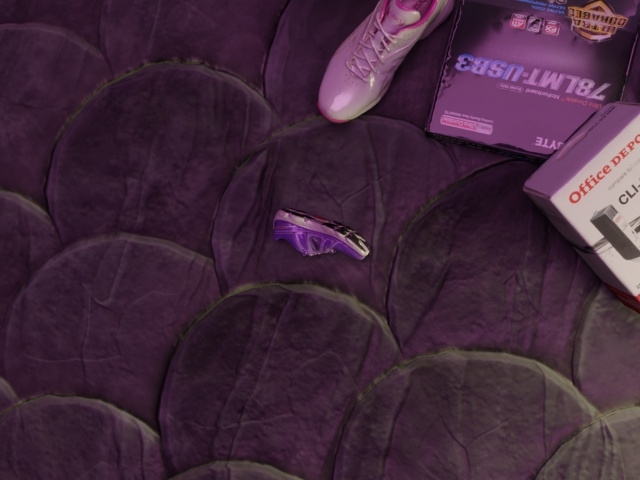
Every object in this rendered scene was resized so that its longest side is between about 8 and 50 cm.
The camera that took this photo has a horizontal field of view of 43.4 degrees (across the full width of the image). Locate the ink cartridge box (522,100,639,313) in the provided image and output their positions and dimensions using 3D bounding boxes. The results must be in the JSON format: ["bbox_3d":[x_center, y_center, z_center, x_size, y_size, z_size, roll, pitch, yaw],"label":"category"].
[{"bbox_3d":[0.473,-0.045,1.208,0.197,0.114,0.273,-44,102,3],"label":"ink cartridge box"}]

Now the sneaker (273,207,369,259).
[{"bbox_3d":[0.000,0.000,1.341,0.170,0.068,0.071,20,105,16],"label":"sneaker"}]

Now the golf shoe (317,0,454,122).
[{"bbox_3d":[0.096,-0.326,1.301,0.115,0.140,0.306,38,93,6],"label":"golf shoe"}]

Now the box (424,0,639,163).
[{"bbox_3d":[0.344,-0.279,1.302,0.296,0.073,0.293,15,88,8],"label":"box"}]
